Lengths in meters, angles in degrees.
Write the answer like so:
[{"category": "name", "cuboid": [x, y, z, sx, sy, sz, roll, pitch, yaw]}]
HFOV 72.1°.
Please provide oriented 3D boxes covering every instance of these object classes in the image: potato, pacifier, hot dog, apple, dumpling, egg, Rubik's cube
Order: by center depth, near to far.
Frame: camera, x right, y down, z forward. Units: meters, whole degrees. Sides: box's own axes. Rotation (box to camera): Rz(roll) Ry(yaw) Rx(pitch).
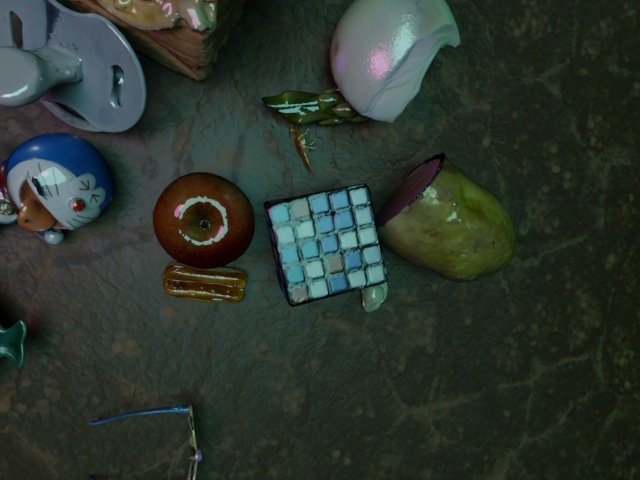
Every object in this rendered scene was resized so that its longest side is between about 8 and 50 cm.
[{"category": "pacifier", "cuboid": [-0.420, -0.254, 0.681, 0.278, 0.207, 0.227, 27, 128, 0]}, {"category": "apple", "cuboid": [-0.205, -0.032, 0.789, 0.180, 0.168, 0.181, -2, 98, -17]}, {"category": "egg", "cuboid": [0.136, -0.379, 0.796, 0.206, 0.162, 0.271, 40, 64, 1]}, {"category": "Rubik's cube", "cuboid": [0.000, 0.000, 0.824, 0.184, 0.187, 0.182, -13, 98, -8]}, {"category": "hot dog", "cuboid": [-0.225, 0.083, 0.855, 0.165, 0.045, 0.071, 8, 95, -12]}, {"category": "potato", "cuboid": [0.258, -0.019, 0.863, 0.266, 0.229, 0.229, 38, 86, -9]}, {"category": "dumpling", "cuboid": [0.118, 0.113, 0.931, 0.059, 0.043, 0.077, 7, 77, -29]}]

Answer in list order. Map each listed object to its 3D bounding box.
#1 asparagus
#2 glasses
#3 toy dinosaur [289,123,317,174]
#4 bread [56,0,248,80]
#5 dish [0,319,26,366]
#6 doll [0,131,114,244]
[{"category": "asparagus", "cuboid": [0.032, -0.263, 0.864, 0.287, 0.080, 0.080, -10, 97, -5]}, {"category": "glasses", "cuboid": [-0.335, 0.407, 0.865, 0.220, 0.088, 0.190, 4, 95, 8]}, {"category": "toy dinosaur", "cuboid": [-0.026, -0.187, 0.882, 0.041, 0.026, 0.113, -29, 91, -1]}, {"category": "bread", "cuboid": [-0.268, -0.507, 0.682, 0.390, 0.279, 0.371, 29, 87, -12]}, {"category": "dish", "cuboid": [-0.631, 0.163, 0.761, 0.246, 0.078, 0.224, 6, 94, -11]}, {"category": "doll", "cuboid": [-0.485, -0.088, 0.732, 0.256, 0.161, 0.215, -15, 126, 1]}]
